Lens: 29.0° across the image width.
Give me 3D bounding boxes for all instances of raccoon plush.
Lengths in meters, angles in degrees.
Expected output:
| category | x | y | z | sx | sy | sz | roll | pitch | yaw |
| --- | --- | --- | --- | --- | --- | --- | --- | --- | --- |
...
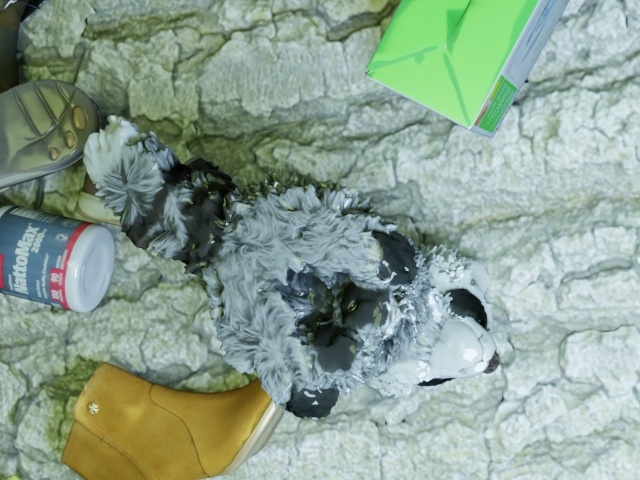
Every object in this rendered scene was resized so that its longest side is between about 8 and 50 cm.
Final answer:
| category | x | y | z | sx | sy | sz | roll | pitch | yaw |
| --- | --- | --- | --- | --- | --- | --- | --- | --- | --- |
| raccoon plush | 0.000 | 0.000 | 1.316 | 0.216 | 0.299 | 0.446 | -47 | 71 | 18 |

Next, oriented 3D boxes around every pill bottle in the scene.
| category | x | y | z | sx | sy | sz | roll | pitch | yaw |
| --- | --- | --- | --- | --- | --- | --- | --- | --- | --- |
| pill bottle | -0.347 | 0.016 | 1.471 | 0.180 | 0.108 | 0.108 | 12 | 94 | 14 |

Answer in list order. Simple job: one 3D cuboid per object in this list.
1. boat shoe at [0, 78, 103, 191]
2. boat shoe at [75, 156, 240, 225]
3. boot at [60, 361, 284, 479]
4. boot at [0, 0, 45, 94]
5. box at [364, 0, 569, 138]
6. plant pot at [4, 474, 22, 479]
| category | x | y | z | sx | sy | sz | roll | pitch | yaw |
| --- | --- | --- | --- | --- | --- | --- | --- | --- | --- |
| boat shoe | -0.423 | -0.096 | 1.470 | 0.355 | 0.130 | 0.132 | -9 | 85 | 7 |
| boat shoe | -0.149 | -0.051 | 1.424 | 0.285 | 0.103 | 0.092 | 9 | 99 | 19 |
| boot | -0.169 | 0.198 | 1.433 | 0.211 | 0.104 | 0.295 | 37 | 104 | 10 |
| boot | -0.371 | -0.285 | 1.481 | 0.106 | 0.082 | 0.219 | -15 | 86 | 16 |
| box | 0.174 | -0.249 | 1.270 | 0.127 | 0.231 | 0.262 | 30 | 98 | 12 |
| plant pot | -0.402 | 0.421 | 1.444 | 0.227 | 0.207 | 0.228 | -41 | 82 | 12 |
